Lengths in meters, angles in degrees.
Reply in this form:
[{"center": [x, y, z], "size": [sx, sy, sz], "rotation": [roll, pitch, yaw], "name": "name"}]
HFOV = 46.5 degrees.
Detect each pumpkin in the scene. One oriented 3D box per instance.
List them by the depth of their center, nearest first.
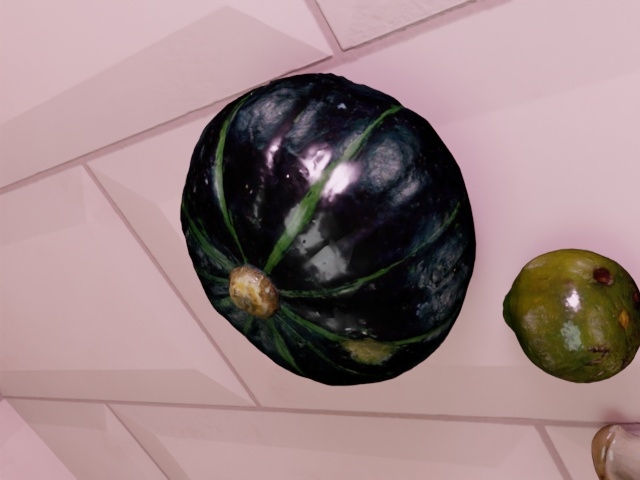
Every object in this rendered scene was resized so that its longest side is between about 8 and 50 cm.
[{"center": [0.000, 0.000, 0.717], "size": [0.315, 0.238, 0.315], "rotation": [25, 138, 25], "name": "pumpkin"}]

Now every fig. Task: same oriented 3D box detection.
[{"center": [0.221, 0.068, 0.705], "size": [0.156, 0.123, 0.123], "rotation": [-6, 124, 55], "name": "fig"}]

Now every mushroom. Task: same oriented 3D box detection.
[{"center": [0.393, 0.236, 0.756], "size": [0.225, 0.093, 0.116], "rotation": [-11, 105, 54], "name": "mushroom"}]
